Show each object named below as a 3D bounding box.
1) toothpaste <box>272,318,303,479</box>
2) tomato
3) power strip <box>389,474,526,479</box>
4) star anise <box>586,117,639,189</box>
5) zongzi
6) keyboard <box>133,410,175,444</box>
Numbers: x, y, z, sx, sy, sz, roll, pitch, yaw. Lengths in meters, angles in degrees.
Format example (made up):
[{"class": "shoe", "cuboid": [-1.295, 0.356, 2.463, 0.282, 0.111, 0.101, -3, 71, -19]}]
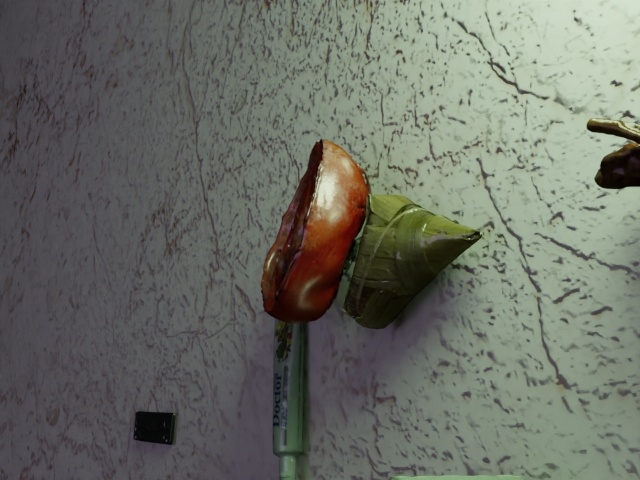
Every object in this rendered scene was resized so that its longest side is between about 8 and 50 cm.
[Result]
[{"class": "toothpaste", "cuboid": [-0.043, 0.195, 1.351, 0.067, 0.037, 0.255, -27, 56, 52]}, {"class": "tomato", "cuboid": [0.003, 0.002, 1.233, 0.228, 0.101, 0.227, -159, 90, -83]}, {"class": "power strip", "cuboid": [0.121, 0.293, 0.886, 0.140, 0.224, 0.139, 25, 104, 57]}, {"class": "star anise", "cuboid": [0.310, -0.065, 0.805, 0.212, 0.111, 0.196, -40, 57, 38]}, {"class": "zongzi", "cuboid": [0.102, 0.041, 1.126, 0.176, 0.079, 0.160, 29, 112, 53]}, {"class": "keyboard", "cuboid": [-0.280, 0.314, 1.713, 0.155, 0.010, 0.053, -11, 72, 56]}]
